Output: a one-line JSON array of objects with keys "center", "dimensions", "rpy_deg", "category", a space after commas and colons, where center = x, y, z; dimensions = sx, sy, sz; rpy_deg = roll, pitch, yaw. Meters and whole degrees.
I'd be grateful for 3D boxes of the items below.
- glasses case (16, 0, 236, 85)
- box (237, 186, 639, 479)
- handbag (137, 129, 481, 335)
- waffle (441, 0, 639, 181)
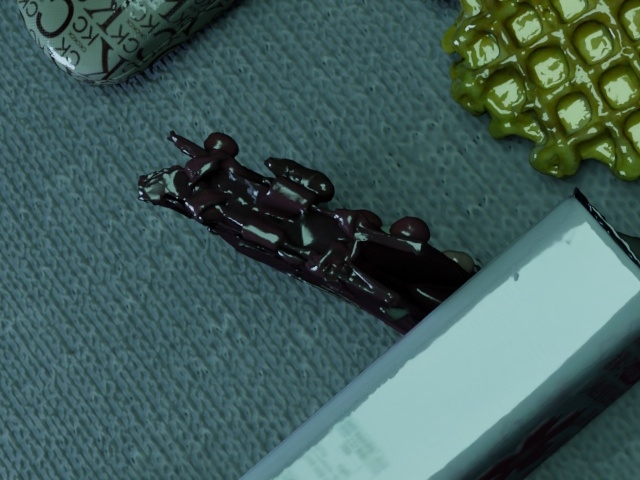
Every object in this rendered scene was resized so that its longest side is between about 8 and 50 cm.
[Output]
[{"center": [-0.083, -0.263, 1.279], "dimensions": [0.354, 0.085, 0.137], "rpy_deg": [-38, 71, 8], "category": "glasses case"}, {"center": [0.085, 0.129, 1.105], "dimensions": [0.369, 0.190, 0.112], "rpy_deg": [-41, 72, 8], "category": "box"}, {"center": [0.001, -0.003, 1.140], "dimensions": [0.203, 0.216, 0.074], "rpy_deg": [24, 86, 22], "category": "handbag"}, {"center": [0.211, -0.164, 1.178], "dimensions": [0.253, 0.056, 0.249], "rpy_deg": [5, 87, 14], "category": "waffle"}]
